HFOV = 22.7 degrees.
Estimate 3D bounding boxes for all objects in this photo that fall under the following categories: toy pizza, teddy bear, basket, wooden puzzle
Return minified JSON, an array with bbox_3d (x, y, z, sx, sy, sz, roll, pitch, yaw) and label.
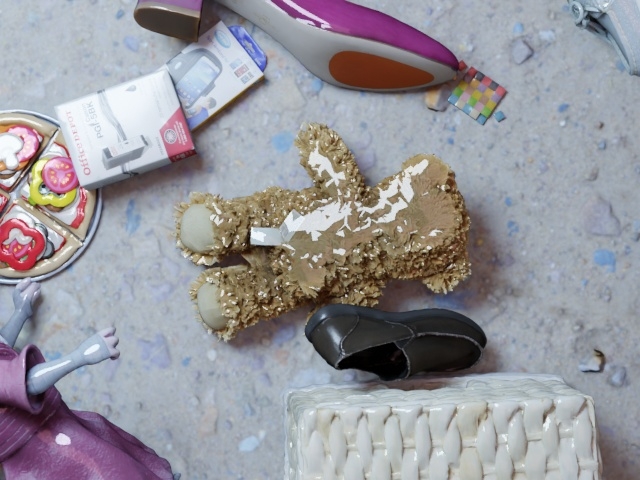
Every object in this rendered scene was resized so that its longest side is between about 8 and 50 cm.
[{"bbox_3d":[-0.350,-0.051,1.817,0.201,0.032,0.201,0,88,0],"label":"toy pizza"},{"bbox_3d":[0.000,0.000,1.793,0.338,0.113,0.245,-30,82,6],"label":"teddy bear"},{"bbox_3d":[0.127,0.316,1.692,0.328,0.266,0.331,-3,89,-1],"label":"basket"},{"bbox_3d":[0.179,-0.168,1.839,0.083,0.006,0.049,34,88,1],"label":"wooden puzzle"}]

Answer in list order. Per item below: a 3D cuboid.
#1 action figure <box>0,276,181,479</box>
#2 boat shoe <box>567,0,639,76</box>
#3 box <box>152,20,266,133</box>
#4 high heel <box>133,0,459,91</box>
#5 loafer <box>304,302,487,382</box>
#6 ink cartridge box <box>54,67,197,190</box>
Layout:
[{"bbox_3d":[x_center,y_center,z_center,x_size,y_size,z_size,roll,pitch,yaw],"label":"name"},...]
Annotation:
[{"bbox_3d":[-0.323,0.194,1.695,0.370,0.248,0.275,45,78,-13],"label":"action figure"},{"bbox_3d":[0.287,-0.316,1.798,0.103,0.118,0.320,-29,84,4],"label":"boat shoe"},{"bbox_3d":[-0.129,-0.188,1.828,0.136,0.028,0.081,-38,88,0],"label":"box"},{"bbox_3d":[-0.016,-0.289,1.798,0.377,0.127,0.181,15,67,-11],"label":"high heel"},{"bbox_3d":[0.087,0.125,1.750,0.220,0.080,0.078,5,46,-25],"label":"loafer"},{"bbox_3d":[-0.217,-0.123,1.782,0.135,0.056,0.099,-20,88,-1],"label":"ink cartridge box"}]
